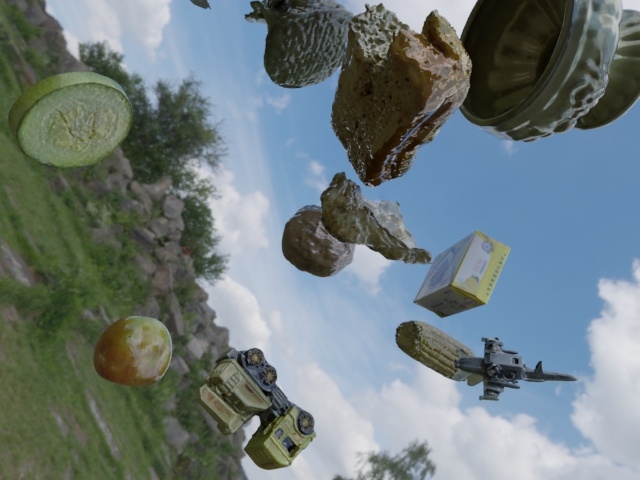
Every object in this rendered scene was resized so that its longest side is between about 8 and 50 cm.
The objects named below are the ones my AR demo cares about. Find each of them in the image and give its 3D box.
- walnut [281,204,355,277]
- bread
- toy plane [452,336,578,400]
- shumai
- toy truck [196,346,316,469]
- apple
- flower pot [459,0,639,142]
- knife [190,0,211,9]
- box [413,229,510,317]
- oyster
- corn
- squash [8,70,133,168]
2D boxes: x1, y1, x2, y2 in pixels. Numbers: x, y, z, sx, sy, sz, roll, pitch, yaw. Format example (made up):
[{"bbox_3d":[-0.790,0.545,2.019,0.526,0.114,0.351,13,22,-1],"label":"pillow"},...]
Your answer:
[{"bbox_3d":[0.001,-0.001,1.639,0.273,0.273,0.227,40,-67,38],"label":"walnut"},{"bbox_3d":[0.095,-0.206,0.679,0.380,0.109,0.185,114,-48,-81],"label":"bread"},{"bbox_3d":[0.438,0.290,1.066,0.261,0.192,0.088,-7,-59,23],"label":"toy plane"},{"bbox_3d":[-0.057,-0.675,1.443,0.292,0.329,0.289,76,-5,-60],"label":"shumai"},{"bbox_3d":[-0.213,0.551,1.522,0.405,0.254,0.180,52,-44,-3],"label":"toy truck"},{"bbox_3d":[-0.488,0.290,1.233,0.196,0.195,0.196,45,-26,30],"label":"apple"},{"bbox_3d":[0.413,-0.317,0.818,0.307,0.243,0.308,-175,-90,-70],"label":"flower pot"},{"bbox_3d":[-0.309,-0.577,0.928,0.298,0.047,0.017,56,12,1],"label":"knife"},{"bbox_3d":[0.356,0.096,1.213,0.097,0.168,0.265,31,-17,1],"label":"box"},{"bbox_3d":[0.091,-0.026,0.830,0.232,0.107,0.162,31,16,-29],"label":"oyster"},{"bbox_3d":[0.365,0.344,1.468,0.344,0.131,0.131,34,-7,-34],"label":"corn"},{"bbox_3d":[-0.537,-0.259,1.036,0.049,0.252,0.252,54,-23,19],"label":"squash"}]
